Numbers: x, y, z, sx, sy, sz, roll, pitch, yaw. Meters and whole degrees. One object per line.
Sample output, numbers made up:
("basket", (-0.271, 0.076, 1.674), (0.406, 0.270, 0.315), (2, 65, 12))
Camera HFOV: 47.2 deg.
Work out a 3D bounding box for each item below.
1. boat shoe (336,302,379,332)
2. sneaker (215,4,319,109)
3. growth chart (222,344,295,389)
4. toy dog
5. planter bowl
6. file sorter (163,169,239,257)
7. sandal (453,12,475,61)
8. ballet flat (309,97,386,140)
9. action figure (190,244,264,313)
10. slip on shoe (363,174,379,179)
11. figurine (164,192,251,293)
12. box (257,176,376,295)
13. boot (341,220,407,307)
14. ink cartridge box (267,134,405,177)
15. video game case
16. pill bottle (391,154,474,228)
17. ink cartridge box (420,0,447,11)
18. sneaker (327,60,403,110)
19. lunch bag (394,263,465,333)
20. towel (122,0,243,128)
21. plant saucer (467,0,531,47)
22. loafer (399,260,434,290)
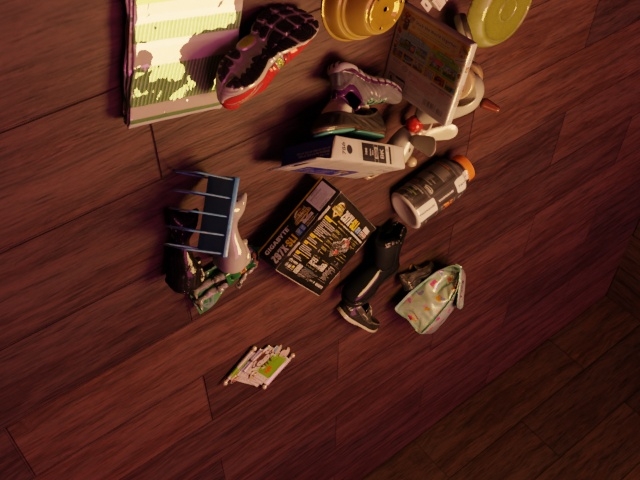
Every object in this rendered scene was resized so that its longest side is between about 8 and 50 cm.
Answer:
("boat shoe", (0.143, 0.242, 2.395), (0.079, 0.084, 0.233), (-49, 144, 5))
("sneaker", (-0.114, -0.365, 1.458), (0.279, 0.107, 0.118), (-46, 173, -26))
("growth chart", (-0.182, 0.385, 2.241), (0.172, 0.021, 0.237), (-52, 147, 7))
("toy dog", (0.314, -0.298, 1.820), (0.220, 0.161, 0.334), (-44, 175, -38))
("planter bowl", (0.114, -0.510, 1.567), (0.217, 0.090, 0.217), (-29, 143, -24))
("file sorter", (-0.256, -0.059, 1.544), (0.104, 0.118, 0.170), (8, 91, -37))
("sandal", (0.355, -0.459, 1.896), (0.086, 0.120, 0.303), (-17, 144, 6))
("ballet flat", (0.059, -0.289, 1.743), (0.280, 0.095, 0.096), (-8, 89, -57))
("action figure", (-0.225, 0.081, 1.843), (0.232, 0.063, 0.137), (-38, 143, -20))
("slip on shoe", (0.158, -0.201, 1.990), (0.135, 0.051, 0.041), (-35, -174, -31))
("figurine", (-0.258, -0.006, 1.693), (0.215, 0.092, 0.209), (-23, 136, -33))
("box", (0.000, 0.000, 1.948), (0.257, 0.079, 0.322), (-52, 154, 1))
("boot", (0.160, 0.067, 2.217), (0.246, 0.094, 0.207), (-37, 150, -27))
("ink cartridge box", (0.041, -0.198, 1.751), (0.332, 0.165, 0.065), (-2, 86, -50))
("video game case", (0.246, -0.408, 1.696), (0.026, 0.227, 0.206), (-19, 138, -34))
("pill bottle", (0.338, -0.154, 2.155), (0.245, 0.130, 0.130), (-36, 145, -15))
("ink cartridge box", (0.280, -0.581, 1.734), (0.083, 0.028, 0.048), (-52, 146, 9))
("sneaker", (0.102, -0.334, 1.701), (0.223, 0.083, 0.098), (12, 72, -37))
("lunch bag", (0.410, 0.195, 2.550), (0.262, 0.160, 0.223), (-47, 163, 6))
("towel", (-0.255, -0.375, 1.351), (0.248, 0.038, 0.325), (-20, 137, -36))
("plant saucer", (0.481, -0.611, 1.920), (0.241, 0.037, 0.241), (-29, 144, -24))
("loafer", (0.327, 0.105, 2.481), (0.062, 0.061, 0.170), (-21, -168, 46))
